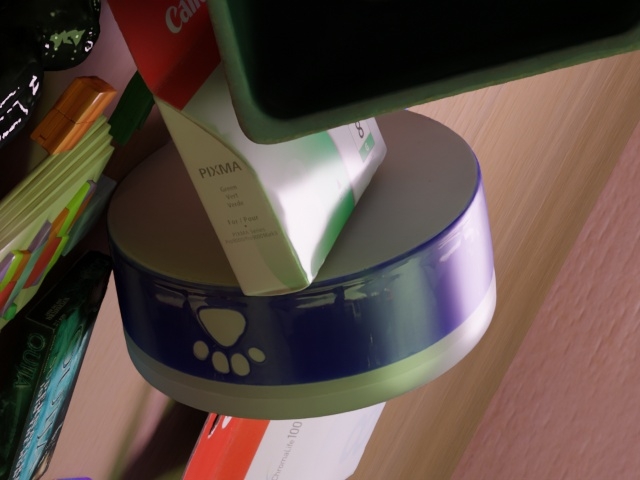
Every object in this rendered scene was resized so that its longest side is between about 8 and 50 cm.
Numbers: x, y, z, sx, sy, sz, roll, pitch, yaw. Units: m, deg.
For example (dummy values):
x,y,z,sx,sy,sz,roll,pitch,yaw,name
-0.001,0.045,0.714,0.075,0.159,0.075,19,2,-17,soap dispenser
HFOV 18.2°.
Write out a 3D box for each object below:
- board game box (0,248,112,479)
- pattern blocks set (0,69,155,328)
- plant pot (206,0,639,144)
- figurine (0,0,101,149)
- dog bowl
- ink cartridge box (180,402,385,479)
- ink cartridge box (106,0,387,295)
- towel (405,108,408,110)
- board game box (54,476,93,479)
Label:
x,y,z,sx,sy,sz,roll,pitch,yaw,name
-0.197,0.109,1.391,0.126,0.026,0.186,-57,169,-64,board game box
-0.187,0.015,1.184,0.325,0.026,0.285,-54,177,-42,pattern blocks set
0.058,-0.217,1.201,0.252,0.247,0.247,-55,131,-79,plant pot
-0.157,-0.156,1.034,0.209,0.092,0.215,-53,164,-58,figurine
-0.013,0.007,1.386,0.265,0.264,0.104,-45,137,-46,dog bowl
0.004,0.114,1.854,0.308,0.091,0.385,-66,169,15,ink cartridge box
-0.040,-0.104,1.253,0.225,0.056,0.181,68,28,-24,ink cartridge box
0.000,0.000,1.863,0.336,0.040,0.243,-55,164,-25,towel
-0.182,0.397,1.587,0.347,0.233,0.078,-63,164,2,board game box
